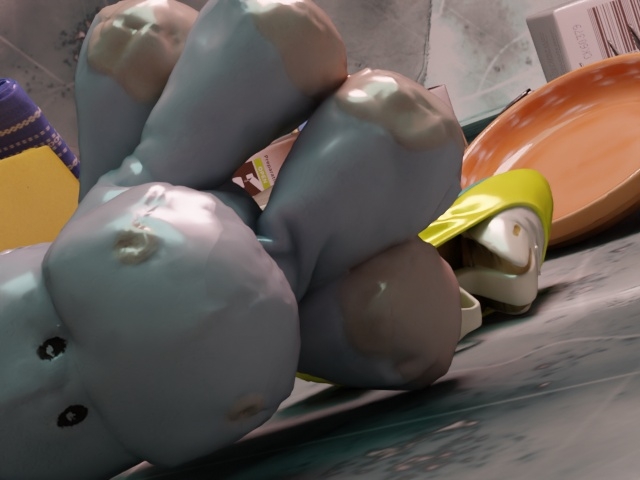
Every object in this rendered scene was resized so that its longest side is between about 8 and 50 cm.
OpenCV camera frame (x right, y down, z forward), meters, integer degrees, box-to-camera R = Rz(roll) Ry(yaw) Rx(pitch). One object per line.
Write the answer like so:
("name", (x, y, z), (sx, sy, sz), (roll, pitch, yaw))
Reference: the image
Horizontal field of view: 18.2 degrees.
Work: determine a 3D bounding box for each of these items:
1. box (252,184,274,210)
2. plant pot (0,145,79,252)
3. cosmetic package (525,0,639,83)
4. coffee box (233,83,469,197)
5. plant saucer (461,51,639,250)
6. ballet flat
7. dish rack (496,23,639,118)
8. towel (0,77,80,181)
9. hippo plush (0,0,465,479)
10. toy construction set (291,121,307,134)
("box", (0.000, 0.000, 1.496), (0.113, 0.094, 0.275), (-18, 4, 12))
("plant pot", (-0.307, 0.031, 1.800), (0.212, 0.187, 0.212), (-15, 7, 42))
("cosmetic package", (0.321, -0.192, 2.104), (0.151, 0.151, 0.184), (-18, 5, 0))
("coffee box", (-0.019, -0.041, 1.895), (0.297, 0.119, 0.168), (-21, 4, -26))
("plant saucer", (0.180, -0.057, 1.397), (0.200, 0.037, 0.200), (-27, 26, 15))
("ballet flat", (0.074, 0.025, 1.120), (0.231, 0.077, 0.077), (-26, 29, -37))
("dish rack", (0.295, -0.160, 1.811), (0.271, 0.074, 0.208), (-38, -6, 8))
("towel", (-0.327, -0.019, 1.969), (0.243, 0.336, 0.040), (-19, 48, 14))
("hippo plush", (-0.093, 0.005, 0.942), (0.294, 0.234, 0.236), (-16, 5, 28))
("toy construction set", (-0.062, -0.057, 2.209), (0.327, 0.151, 0.215), (-33, 9, -22))
